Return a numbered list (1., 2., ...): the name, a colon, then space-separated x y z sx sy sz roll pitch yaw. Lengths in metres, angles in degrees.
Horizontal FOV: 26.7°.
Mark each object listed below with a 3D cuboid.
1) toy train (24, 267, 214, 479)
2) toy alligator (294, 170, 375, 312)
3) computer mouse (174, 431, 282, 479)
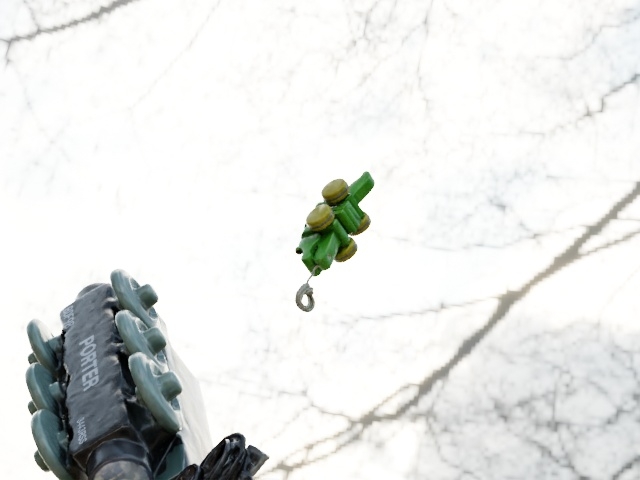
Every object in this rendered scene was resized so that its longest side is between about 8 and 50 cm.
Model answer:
1. toy train: -0.172 0.162 1.234 0.142 0.334 0.190 -31 -63 1
2. toy alligator: 0.000 0.000 1.323 0.051 0.189 0.056 -10 -52 39
3. computer mouse: -0.070 0.224 0.949 0.072 0.188 0.272 49 -19 -9
